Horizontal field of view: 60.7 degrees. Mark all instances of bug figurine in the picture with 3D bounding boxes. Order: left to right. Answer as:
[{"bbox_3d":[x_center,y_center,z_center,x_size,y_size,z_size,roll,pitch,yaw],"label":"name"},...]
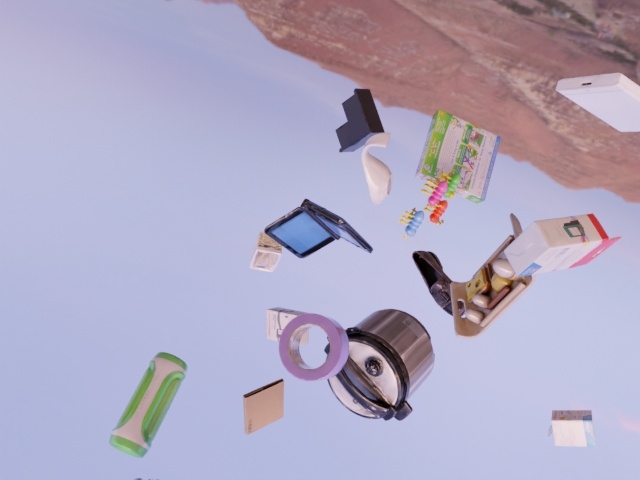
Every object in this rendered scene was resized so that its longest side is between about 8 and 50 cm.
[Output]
[{"bbox_3d":[0.357,-0.113,1.719,0.072,0.216,0.279,38,-147,20],"label":"bug figurine"}]

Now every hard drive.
[{"bbox_3d":[0.978,-0.443,1.782,0.353,0.047,0.233,18,-179,-27],"label":"hard drive"}]

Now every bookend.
[{"bbox_3d":[0.113,-0.395,1.815,0.072,0.157,0.156,-12,-100,-43],"label":"bookend"}]

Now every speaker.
[{"bbox_3d":[-0.519,0.497,1.667,0.131,0.131,0.297,20,-123,3],"label":"speaker"}]

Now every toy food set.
[{"bbox_3d":[0.460,0.099,1.508,0.092,0.306,0.220,23,-142,-11],"label":"toy food set"}]

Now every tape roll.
[{"bbox_3d":[-0.018,0.304,1.558,0.189,0.189,0.080,29,180,24],"label":"tape roll"}]

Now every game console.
[{"bbox_3d":[0.000,0.000,1.863,0.250,0.173,0.293,30,175,34],"label":"game console"}]

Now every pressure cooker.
[{"bbox_3d":[0.223,0.498,2.200,0.369,0.376,0.420,5,-162,33],"label":"pressure cooker"}]

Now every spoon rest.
[{"bbox_3d":[0.175,-0.222,1.690,0.084,0.276,0.137,13,-122,16],"label":"spoon rest"}]

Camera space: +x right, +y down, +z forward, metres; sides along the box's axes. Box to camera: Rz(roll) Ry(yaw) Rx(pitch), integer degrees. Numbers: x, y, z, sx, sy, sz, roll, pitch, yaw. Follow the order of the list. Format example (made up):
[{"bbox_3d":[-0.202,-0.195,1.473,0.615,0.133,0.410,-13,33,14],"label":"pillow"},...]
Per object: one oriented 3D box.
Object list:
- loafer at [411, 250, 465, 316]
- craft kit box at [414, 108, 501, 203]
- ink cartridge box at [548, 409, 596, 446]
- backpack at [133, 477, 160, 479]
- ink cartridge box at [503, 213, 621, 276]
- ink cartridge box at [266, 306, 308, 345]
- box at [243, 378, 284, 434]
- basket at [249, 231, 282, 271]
[{"bbox_3d":[0.421,0.155,1.993,0.095,0.109,0.303,17,-146,-39],"label":"loafer"},{"bbox_3d":[0.469,-0.284,1.855,0.246,0.250,0.061,23,164,-12],"label":"craft kit box"},{"bbox_3d":[0.831,0.623,1.816,0.143,0.090,0.092,-9,-178,26],"label":"ink cartridge box"},{"bbox_3d":[-0.427,0.716,1.455,0.158,0.117,0.173,14,162,36],"label":"backpack"},{"bbox_3d":[0.573,0.009,1.293,0.231,0.134,0.078,-7,-120,-23],"label":"ink cartridge box"},{"bbox_3d":[-0.116,0.296,1.892,0.150,0.109,0.063,4,-174,39],"label":"ink cartridge box"},{"bbox_3d":[-0.210,0.621,2.039,0.164,0.201,0.021,-18,-143,-30],"label":"box"},{"bbox_3d":[-0.236,0.049,2.366,0.113,0.167,0.103,11,-125,-14],"label":"basket"}]
